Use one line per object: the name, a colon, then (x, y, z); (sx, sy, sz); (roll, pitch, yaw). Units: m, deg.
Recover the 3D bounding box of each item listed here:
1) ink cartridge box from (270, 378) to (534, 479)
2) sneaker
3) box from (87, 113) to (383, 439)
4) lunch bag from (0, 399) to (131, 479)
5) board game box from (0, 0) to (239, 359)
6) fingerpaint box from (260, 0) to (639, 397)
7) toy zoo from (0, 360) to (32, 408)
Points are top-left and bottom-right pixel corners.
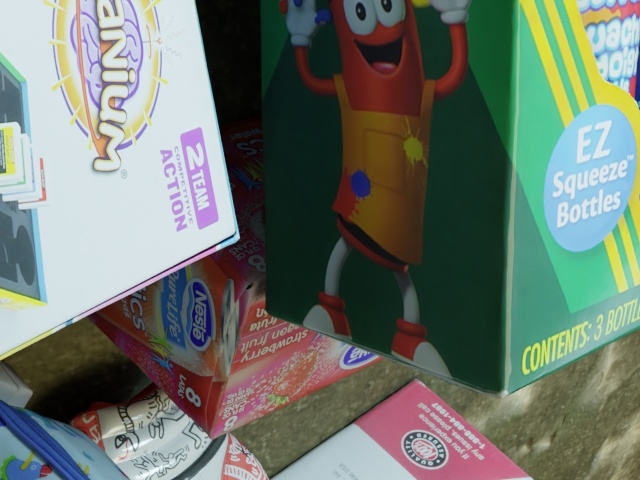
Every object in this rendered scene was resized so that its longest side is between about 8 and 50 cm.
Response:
ink cartridge box: (0.030, 0.334, 1.041); (0.384, 0.279, 0.160); (-29, 145, -30)
sneaker: (-0.147, 0.196, 0.770); (0.270, 0.145, 0.090); (-41, -175, -38)
box: (0.000, 0.000, 0.777); (0.257, 0.128, 0.122); (-21, 139, -41)
lunch bag: (-0.181, 0.203, 0.658); (0.219, 0.176, 0.090); (-51, 145, -1)
board game box: (-0.159, -0.065, 0.386); (0.316, 0.064, 0.242); (-29, 115, -52)
fingerpaint box: (0.180, -0.169, 0.673); (0.445, 0.163, 0.371); (-17, 114, -42)
toy zoo: (-0.272, 0.117, 0.645); (0.192, 0.030, 0.293); (-49, 150, -2)
